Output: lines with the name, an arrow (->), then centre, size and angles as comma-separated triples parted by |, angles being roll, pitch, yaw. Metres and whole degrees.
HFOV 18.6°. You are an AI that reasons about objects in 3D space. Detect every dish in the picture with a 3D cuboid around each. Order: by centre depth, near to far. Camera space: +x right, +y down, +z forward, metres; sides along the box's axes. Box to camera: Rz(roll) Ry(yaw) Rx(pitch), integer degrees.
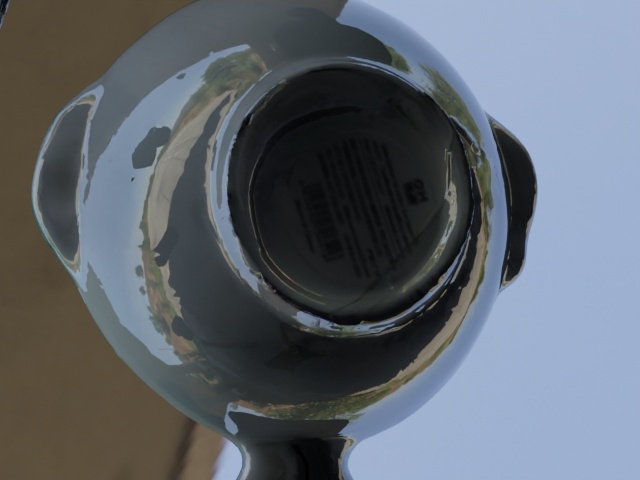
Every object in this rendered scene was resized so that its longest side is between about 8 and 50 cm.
dish -> 0.000, 0.000, 0.791 | 0.224, 0.078, 0.246 | 1, -96, -20

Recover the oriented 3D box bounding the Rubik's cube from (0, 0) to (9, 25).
Rubik's cube -> -0.272, -0.104, 0.928 | 0.228, 0.228, 0.233 | 26, -97, -16
